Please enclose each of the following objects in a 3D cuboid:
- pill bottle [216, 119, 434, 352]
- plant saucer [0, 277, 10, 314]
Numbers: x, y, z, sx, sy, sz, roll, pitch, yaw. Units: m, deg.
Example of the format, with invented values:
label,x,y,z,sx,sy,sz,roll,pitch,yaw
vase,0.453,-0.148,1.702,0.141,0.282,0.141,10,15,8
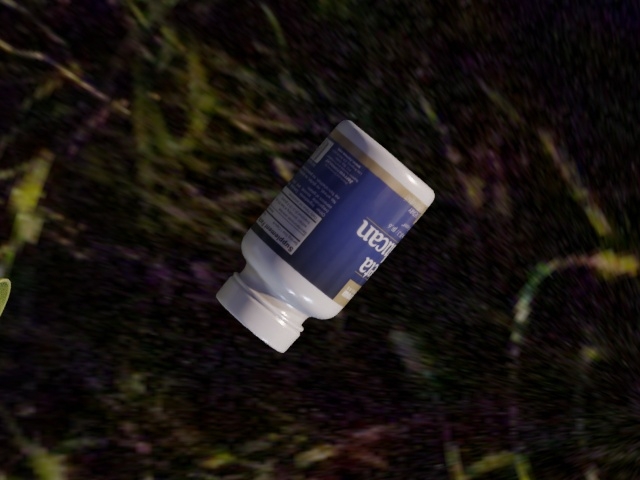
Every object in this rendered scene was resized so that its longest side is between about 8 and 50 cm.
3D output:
label,x,y,z,sx,sy,sz,roll,pitch,yaw
pill bottle,0.000,0.000,1.484,0.094,0.094,0.169,41,93,11
plant saucer,-0.311,0.115,1.409,0.037,0.241,0.241,35,92,2
